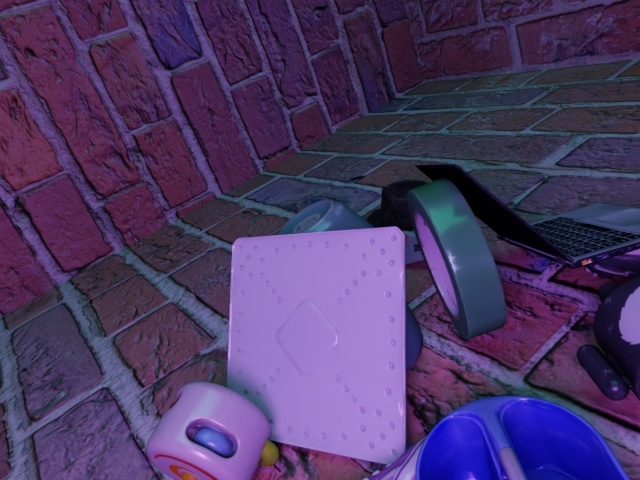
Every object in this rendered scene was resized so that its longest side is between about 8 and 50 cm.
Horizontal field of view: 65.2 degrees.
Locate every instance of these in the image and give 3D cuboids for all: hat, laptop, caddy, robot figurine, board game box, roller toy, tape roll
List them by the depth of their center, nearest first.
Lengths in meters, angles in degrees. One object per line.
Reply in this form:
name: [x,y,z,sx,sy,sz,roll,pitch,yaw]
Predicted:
caddy: [0.249,0.337,0.592,0.241,0.179,0.341,-19,25,8]
robot figurine: [0.524,0.156,0.741,0.209,0.173,0.278,-60,11,25]
roller toy: [-0.198,0.356,0.877,0.209,0.191,0.146,-5,40,31]
board game box: [-0.013,0.182,0.943,0.389,0.390,0.050,-4,-8,33]
tape roll: [0.268,0.036,1.013,0.077,0.321,0.321,-21,25,4]
laptop: [0.450,-0.102,1.018,0.407,0.237,0.382,-17,8,3]
hat: [0.262,-0.107,1.536,0.331,0.134,0.331,-18,26,9]

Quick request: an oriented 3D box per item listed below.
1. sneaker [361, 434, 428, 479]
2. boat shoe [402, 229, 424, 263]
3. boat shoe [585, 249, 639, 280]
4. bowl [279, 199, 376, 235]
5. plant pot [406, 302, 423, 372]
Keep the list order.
sneaker: [0.071,0.379,0.746,0.282,0.102,0.161,-37,26,-31]
boat shoe: [0.274,0.011,1.343,0.088,0.096,0.267,-2,-6,-39]
boat shoe: [0.597,0.039,1.020,0.114,0.091,0.302,-18,15,-34]
bowl: [0.000,0.000,1.419,0.311,0.163,0.312,-29,21,12]
plant pot: [0.054,0.160,1.069,0.290,0.196,0.290,-16,22,7]
